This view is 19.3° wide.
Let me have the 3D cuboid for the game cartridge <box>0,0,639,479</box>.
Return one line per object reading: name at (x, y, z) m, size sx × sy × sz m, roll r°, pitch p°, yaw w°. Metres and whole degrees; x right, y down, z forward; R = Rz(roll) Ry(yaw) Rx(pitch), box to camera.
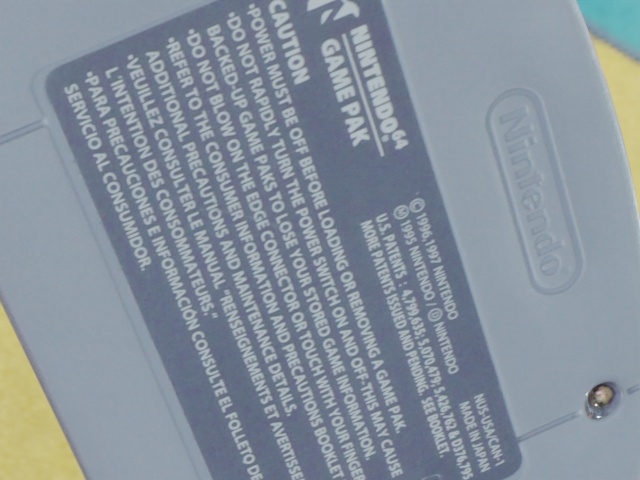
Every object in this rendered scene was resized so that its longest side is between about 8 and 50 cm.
game cartridge at (0.000, 0.000, 0.588) m, size 0.196 × 0.060 × 0.294 m, roll -21°, pitch 122°, yaw -2°
